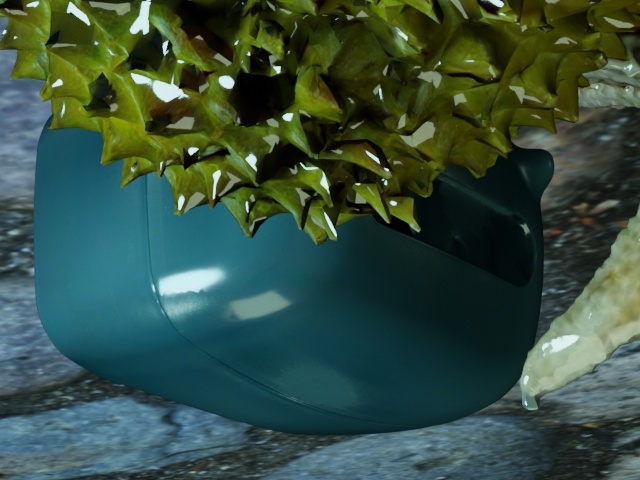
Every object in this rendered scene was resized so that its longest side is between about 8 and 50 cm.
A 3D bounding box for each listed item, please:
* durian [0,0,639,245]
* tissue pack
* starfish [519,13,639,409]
[{"bbox_3d":[-0.017,-0.141,0.575,0.258,0.258,0.293,-27,109,44],"label":"durian"},{"bbox_3d":[0.000,0.000,0.965,0.206,0.198,0.287,-16,153,36],"label":"tissue pack"},{"bbox_3d":[0.195,-0.031,0.788,0.384,0.132,0.398,21,-160,35],"label":"starfish"}]
